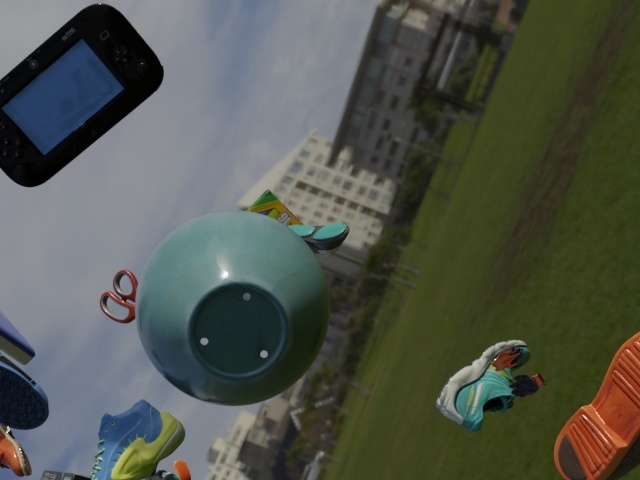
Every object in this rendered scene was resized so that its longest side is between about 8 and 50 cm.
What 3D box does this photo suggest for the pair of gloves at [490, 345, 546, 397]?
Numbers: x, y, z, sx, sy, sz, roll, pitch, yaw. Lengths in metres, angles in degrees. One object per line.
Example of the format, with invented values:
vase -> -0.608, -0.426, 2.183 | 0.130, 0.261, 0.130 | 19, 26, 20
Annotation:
pair of gloves -> 0.317, 0.211, 1.434 | 0.010, 0.083, 0.074 | -26, -13, -40

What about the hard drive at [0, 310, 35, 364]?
hard drive -> -0.714, 0.117, 1.772 | 0.040, 0.210, 0.318 | -46, -33, -11

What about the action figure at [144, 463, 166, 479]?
action figure -> -0.377, 0.643, 2.045 | 0.164, 0.141, 0.275 | 130, 125, -73

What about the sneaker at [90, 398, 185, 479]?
sneaker -> -0.345, 0.366, 1.493 | 0.240, 0.126, 0.091 | -44, -12, -16

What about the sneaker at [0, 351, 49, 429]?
sneaker -> -0.460, 0.162, 1.205 | 0.081, 0.232, 0.090 | -42, 24, 9

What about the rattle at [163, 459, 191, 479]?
rattle -> -0.239, 0.551, 1.775 | 0.130, 0.143, 0.199 | 8, -90, -50

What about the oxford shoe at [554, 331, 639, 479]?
oxford shoe -> 0.519, 0.244, 1.396 | 0.363, 0.133, 0.130 | -54, 42, 27

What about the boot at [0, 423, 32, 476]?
boot -> -0.600, 0.408, 1.678 | 0.085, 0.158, 0.059 | -30, -53, -27

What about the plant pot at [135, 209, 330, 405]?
plant pot -> -0.119, 0.107, 1.251 | 0.195, 0.290, 0.290 | -144, 75, -81

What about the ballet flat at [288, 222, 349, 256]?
ballet flat -> 0.000, 0.000, 1.962 | 0.203, 0.074, 0.074 | 0, 60, 47

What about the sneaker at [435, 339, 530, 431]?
sneaker -> 0.330, 0.284, 1.731 | 0.275, 0.110, 0.107 | -28, -30, -42

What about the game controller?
game controller -> -0.408, -0.229, 1.427 | 0.319, 0.166, 0.067 | -37, 21, 10

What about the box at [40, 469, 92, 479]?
box -> -0.456, 0.505, 1.743 | 0.180, 0.147, 0.077 | -16, 54, 53

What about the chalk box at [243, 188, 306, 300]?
chalk box -> -0.186, 0.040, 2.362 | 0.289, 0.179, 0.180 | -47, 2, -17

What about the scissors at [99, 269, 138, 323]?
scissors -> -0.343, 0.155, 1.837 | 0.021, 0.297, 0.109 | 23, -87, -60
